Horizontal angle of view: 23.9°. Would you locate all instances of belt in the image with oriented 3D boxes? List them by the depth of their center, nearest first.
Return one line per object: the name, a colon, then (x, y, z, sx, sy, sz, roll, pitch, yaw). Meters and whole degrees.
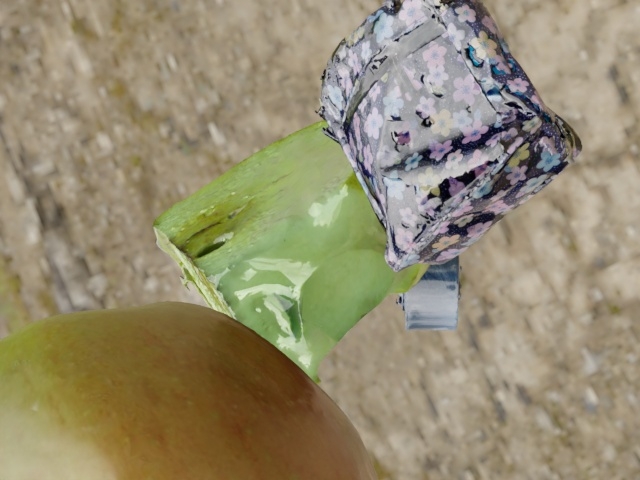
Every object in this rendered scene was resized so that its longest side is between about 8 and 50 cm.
belt: (0.138, 0.036, 1.904, 0.190, 0.082, 0.141, -81, -7, -62)

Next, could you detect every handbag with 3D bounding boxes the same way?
handbag: (0.094, -0.101, 1.266, 0.228, 0.127, 0.208, -47, 59, 48)

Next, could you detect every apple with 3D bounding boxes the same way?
apple: (-0.133, 0.195, 1.054, 0.305, 0.338, 0.338, 54, 156, 15)

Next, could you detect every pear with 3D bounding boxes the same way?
pear: (0.000, 0.000, 1.568, 0.176, 0.282, 0.286, 55, 172, -24)
